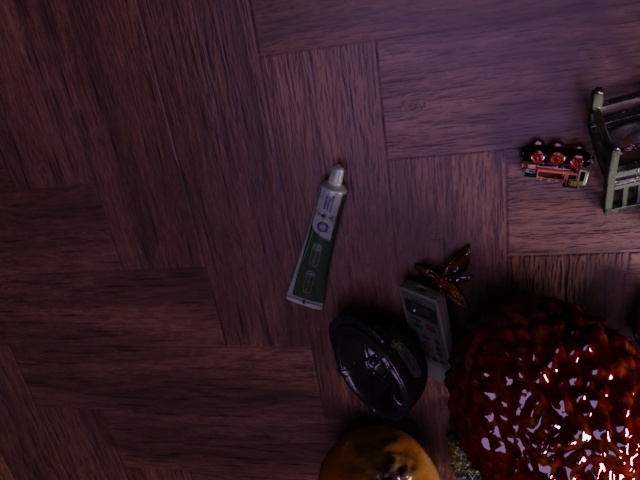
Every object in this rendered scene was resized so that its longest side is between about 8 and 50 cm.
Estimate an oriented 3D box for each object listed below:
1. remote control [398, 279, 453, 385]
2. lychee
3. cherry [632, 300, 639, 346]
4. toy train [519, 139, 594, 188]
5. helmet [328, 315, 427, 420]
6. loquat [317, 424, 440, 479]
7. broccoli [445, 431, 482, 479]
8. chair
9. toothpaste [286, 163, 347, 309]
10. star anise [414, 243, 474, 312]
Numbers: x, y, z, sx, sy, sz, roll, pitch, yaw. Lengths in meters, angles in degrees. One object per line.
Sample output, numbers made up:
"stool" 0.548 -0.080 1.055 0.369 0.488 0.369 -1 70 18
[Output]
"remote control" 0.261 0.229 1.247 0.123 0.038 0.285 24 138 48
"lychee" 0.482 0.349 1.090 0.424 0.424 0.500 -27 102 23
"cherry" 0.714 0.195 1.134 0.188 0.115 0.148 -28 125 29
"toy train" 0.472 -0.153 1.056 0.138 0.050 0.087 10 133 20
"helmet" 0.155 0.282 1.272 0.279 0.160 0.230 63 147 4
"loquat" 0.150 0.643 1.355 0.328 0.328 0.328 5 115 11
"broccoli" 0.412 0.523 1.357 0.194 0.194 0.220 48 139 -10
"chair" 0.597 -0.178 0.993 0.136 0.147 0.270 -13 154 21
"toothpaste" 0.000 0.000 1.242 0.099 0.061 0.392 17 120 5
"star anise" 0.308 0.113 1.218 0.140 0.158 0.144 -19 142 30
